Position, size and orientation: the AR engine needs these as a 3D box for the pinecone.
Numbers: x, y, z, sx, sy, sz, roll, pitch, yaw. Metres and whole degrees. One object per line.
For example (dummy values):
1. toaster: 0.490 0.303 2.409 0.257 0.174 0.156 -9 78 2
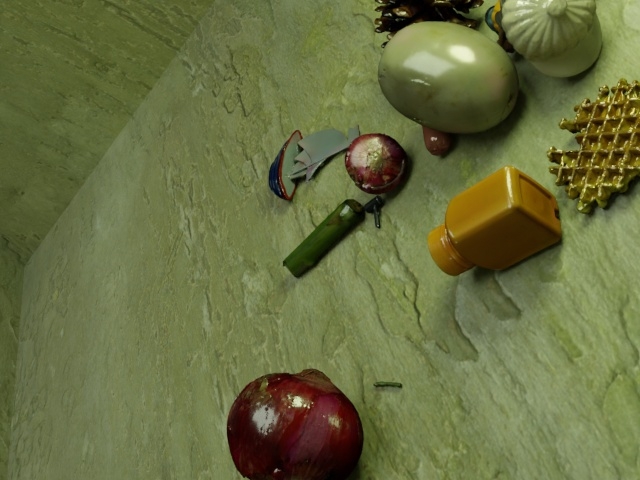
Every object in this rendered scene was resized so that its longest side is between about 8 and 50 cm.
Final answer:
1. pinecone: 0.237 -0.521 1.958 0.264 0.264 0.264 -35 40 36

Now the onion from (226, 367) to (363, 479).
1. onion: -0.049 0.369 1.625 0.276 0.276 0.276 -35 40 36

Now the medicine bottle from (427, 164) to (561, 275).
1. medicine bottle: 0.311 -0.024 1.535 0.222 0.149 0.112 -33 41 39

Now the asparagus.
1. asparagus: -0.002 -0.001 2.059 0.277 0.060 0.067 -45 45 26

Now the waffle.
1. waffle: 0.507 -0.174 1.468 0.231 0.051 0.228 -41 36 29

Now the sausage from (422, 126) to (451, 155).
1. sausage: 0.260 -0.257 1.880 0.062 0.062 0.154 -36 39 35

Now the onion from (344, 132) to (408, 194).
1. onion: 0.130 -0.172 1.969 0.140 0.150 0.150 83 -153 -76

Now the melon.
1. melon: 0.264 -0.343 1.762 0.317 0.223 0.223 24 86 33

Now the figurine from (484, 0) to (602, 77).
1. figurine: 0.418 -0.459 1.674 0.185 0.204 0.332 -57 31 12

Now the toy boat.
1. toy boat: -0.029 -0.249 2.295 0.318 0.072 0.219 -42 39 24

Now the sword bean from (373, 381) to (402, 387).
1. sword bean: 0.134 0.289 1.678 0.083 0.012 0.012 -11 57 54

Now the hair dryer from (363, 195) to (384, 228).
1. hair dryer: 0.130 -0.061 1.956 0.047 0.026 0.083 -39 45 36
